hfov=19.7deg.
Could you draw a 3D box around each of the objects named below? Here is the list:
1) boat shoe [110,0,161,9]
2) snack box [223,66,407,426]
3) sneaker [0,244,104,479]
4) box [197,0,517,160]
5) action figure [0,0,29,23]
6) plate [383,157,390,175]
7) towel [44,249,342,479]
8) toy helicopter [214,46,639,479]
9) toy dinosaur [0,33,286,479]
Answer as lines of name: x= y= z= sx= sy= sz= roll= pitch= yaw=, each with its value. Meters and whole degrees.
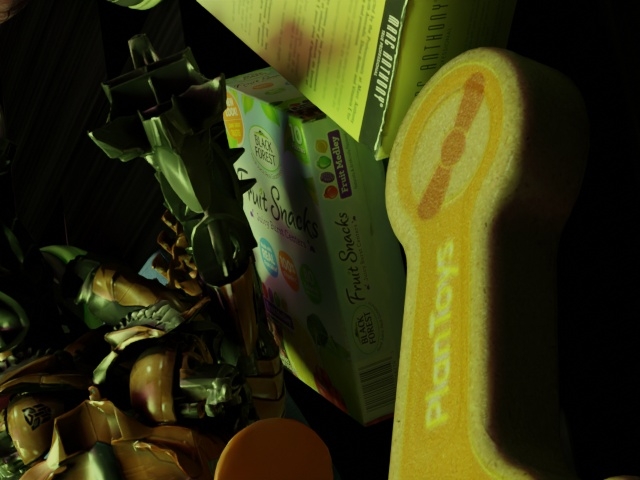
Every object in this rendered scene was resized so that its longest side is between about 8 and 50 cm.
boat shoe: x=-0.112 y=-0.210 z=1.099 sx=0.223 sy=0.073 sz=0.080 roll=131 pitch=133 yaw=-62
snack box: x=0.000 y=0.000 z=0.815 sx=0.100 sy=0.037 sz=0.141 roll=28 pitch=133 yaw=61
sneaker: x=-0.190 y=0.160 z=1.180 sx=0.483 sy=0.202 sz=0.185 roll=-131 pitch=41 yaw=-60
box: x=-0.013 y=-0.130 z=0.771 sx=0.232 sy=0.058 sz=0.087 roll=42 pitch=135 yaw=41
action figure: x=-0.209 y=-0.258 z=1.281 sx=0.276 sy=0.248 sz=0.370 roll=46 pitch=142 yaw=22
plate: x=0.009 y=-0.085 z=0.853 sx=0.188 sy=0.024 sz=0.188 roll=178 pitch=90 yaw=-69
towel: x=-0.107 y=0.197 z=0.916 sx=0.336 sy=0.040 sz=0.243 roll=-56 pitch=43 yaw=20
toy helicopter: x=0.042 y=0.100 z=0.620 sx=0.235 sy=0.140 sz=0.355 roll=-32 pitch=46 yaw=50
toy dinosaur: x=-0.084 y=0.046 z=0.764 sx=0.218 sy=0.164 sz=0.322 roll=66 pitch=173 yaw=-22
